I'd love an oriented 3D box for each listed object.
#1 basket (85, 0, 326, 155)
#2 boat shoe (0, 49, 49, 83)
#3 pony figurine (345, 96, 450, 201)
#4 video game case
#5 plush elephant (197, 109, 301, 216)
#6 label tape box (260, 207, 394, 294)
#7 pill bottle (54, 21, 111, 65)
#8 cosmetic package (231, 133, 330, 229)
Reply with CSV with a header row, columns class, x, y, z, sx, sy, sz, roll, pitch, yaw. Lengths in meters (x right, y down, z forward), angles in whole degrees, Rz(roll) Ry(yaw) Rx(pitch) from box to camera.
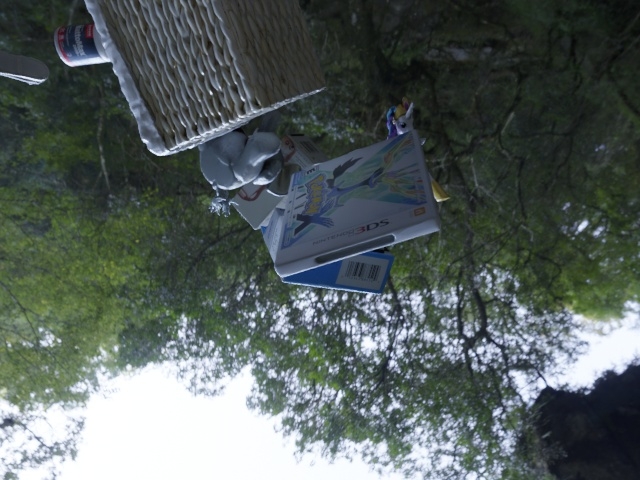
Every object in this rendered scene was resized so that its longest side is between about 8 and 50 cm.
class,x,y,z,sx,sy,sz,roll,pitch,yaw
basket,-0.197,-0.377,0.927,0.266,0.331,0.328,-10,-162,27
boat shoe,-0.761,-0.415,1.135,0.206,0.065,0.075,7,-103,-46
pony figurine,0.288,-0.278,1.702,0.303,0.351,0.363,-14,-95,-18
video game case,0.065,-0.085,0.947,0.300,0.036,0.329,-18,-146,17
plush elephant,-0.184,-0.243,1.304,0.272,0.330,0.255,31,-137,16
label tape box,0.000,0.000,1.226,0.249,0.115,0.347,9,-159,-19
pill bottle,-0.637,-0.558,1.361,0.180,0.108,0.108,-5,-128,6
cosmetic package,-0.127,-0.187,1.524,0.129,0.296,0.153,47,-157,6
